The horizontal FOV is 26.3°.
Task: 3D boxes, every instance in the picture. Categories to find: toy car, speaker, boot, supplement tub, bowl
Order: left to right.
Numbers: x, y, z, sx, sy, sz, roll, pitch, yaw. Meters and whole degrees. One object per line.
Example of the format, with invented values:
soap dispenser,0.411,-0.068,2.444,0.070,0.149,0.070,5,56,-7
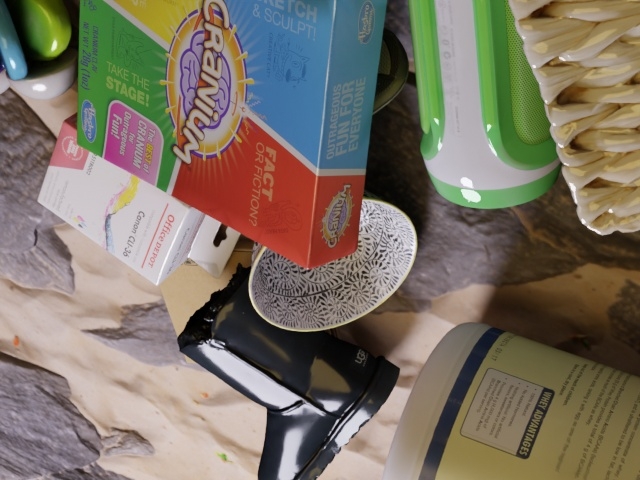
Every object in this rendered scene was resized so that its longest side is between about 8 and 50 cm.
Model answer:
toy car,-0.334,-0.203,1.336,0.182,0.136,0.159,4,123,27
boot,-0.061,0.152,1.432,0.207,0.094,0.246,34,128,-4
bowl,0.000,0.000,1.309,0.080,0.170,0.170,-118,31,-41
speaker,0.130,-0.178,1.094,0.131,0.131,0.297,8,126,25
supplement tub,0.239,0.229,1.249,0.324,0.235,0.235,19,129,18

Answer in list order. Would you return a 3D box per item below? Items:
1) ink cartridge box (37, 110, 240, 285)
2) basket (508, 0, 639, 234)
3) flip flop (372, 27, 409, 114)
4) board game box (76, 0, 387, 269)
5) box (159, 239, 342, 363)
ink cartridge box,-0.179,-0.038,1.385,0.198,0.067,0.115,34,129,9
basket,0.271,-0.214,0.811,0.328,0.331,0.266,-13,118,17
flip flop,-0.008,-0.103,1.256,0.080,0.112,0.277,14,142,-33
board game box,-0.090,-0.147,1.193,0.316,0.064,0.242,27,123,36
box,-0.078,0.072,1.461,0.201,0.021,0.164,3,126,27
